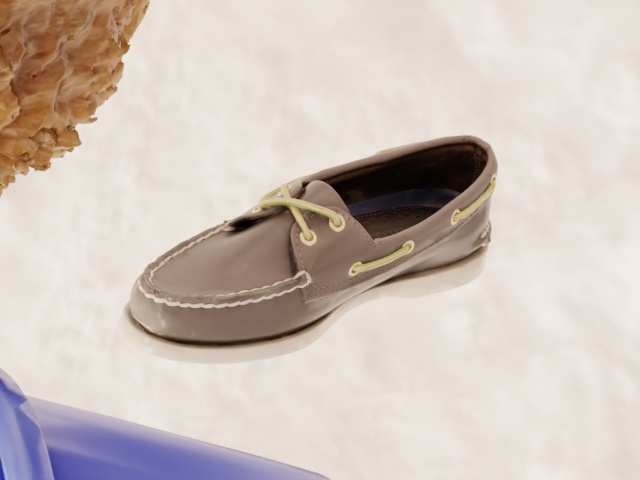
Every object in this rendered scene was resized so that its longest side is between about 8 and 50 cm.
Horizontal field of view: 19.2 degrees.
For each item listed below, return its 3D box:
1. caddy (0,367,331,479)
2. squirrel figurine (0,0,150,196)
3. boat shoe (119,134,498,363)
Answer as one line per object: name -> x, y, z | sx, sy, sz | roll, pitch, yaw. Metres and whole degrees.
caddy -> -0.104, 0.205, 0.587 | 0.179, 0.241, 0.341 | 12, 61, -29
squirrel figurine -> -0.247, -0.049, 0.762 | 0.370, 0.397, 0.281 | 53, 25, -32
boat shoe -> 0.000, 0.000, 1.330 | 0.324, 0.097, 0.116 | -16, 41, -38
